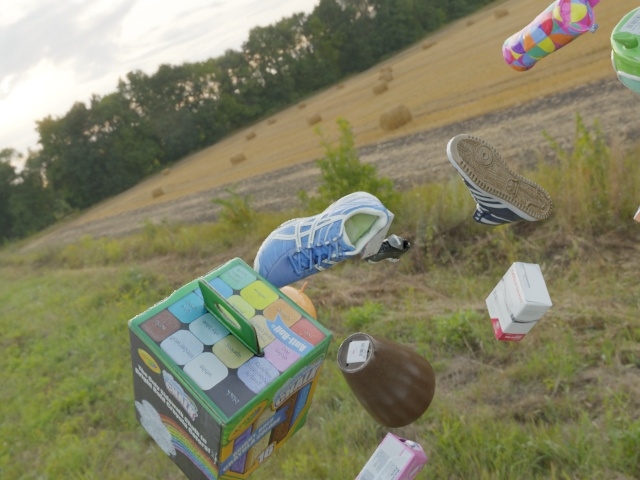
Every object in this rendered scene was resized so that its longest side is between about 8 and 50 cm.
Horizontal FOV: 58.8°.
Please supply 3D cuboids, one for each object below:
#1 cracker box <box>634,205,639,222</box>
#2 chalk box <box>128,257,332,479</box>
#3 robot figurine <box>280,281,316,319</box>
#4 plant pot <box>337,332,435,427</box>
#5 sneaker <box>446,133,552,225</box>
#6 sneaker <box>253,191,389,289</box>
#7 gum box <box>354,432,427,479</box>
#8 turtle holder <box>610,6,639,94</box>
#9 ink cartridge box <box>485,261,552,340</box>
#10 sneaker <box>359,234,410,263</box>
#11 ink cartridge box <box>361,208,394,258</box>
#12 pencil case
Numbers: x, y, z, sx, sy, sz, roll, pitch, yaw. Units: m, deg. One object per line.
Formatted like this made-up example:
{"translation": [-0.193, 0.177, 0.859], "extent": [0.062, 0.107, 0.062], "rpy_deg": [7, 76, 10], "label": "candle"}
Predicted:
{"translation": [0.472, -0.118, 0.681], "extent": [0.067, 0.156, 0.232], "rpy_deg": [33, 47, 21], "label": "cracker box"}
{"translation": [-0.116, 0.157, 0.721], "extent": [0.179, 0.180, 0.289], "rpy_deg": [-33, -29, -39], "label": "chalk box"}
{"translation": [-0.090, 0.178, 1.129], "extent": [0.158, 0.128, 0.219], "rpy_deg": [8, -54, -42], "label": "robot figurine"}
{"translation": [0.150, 0.336, 1.465], "extent": [0.215, 0.230, 0.216], "rpy_deg": [-24, 43, 24], "label": "plant pot"}
{"translation": [0.358, -0.121, 1.260], "extent": [0.099, 0.282, 0.153], "rpy_deg": [-63, 18, -16], "label": "sneaker"}
{"translation": [0.000, 0.000, 0.776], "extent": [0.211, 0.080, 0.081], "rpy_deg": [-34, 18, -7], "label": "sneaker"}
{"translation": [0.114, 0.444, 1.037], "extent": [0.062, 0.107, 0.188], "rpy_deg": [34, 83, 33], "label": "gum box"}
{"translation": [0.889, -0.462, 1.387], "extent": [0.320, 0.227, 0.244], "rpy_deg": [3, 57, 33], "label": "turtle holder"}
{"translation": [0.428, 0.134, 1.236], "extent": [0.063, 0.151, 0.109], "rpy_deg": [6, 50, -10], "label": "ink cartridge box"}
{"translation": [0.219, 0.022, 1.893], "extent": [0.234, 0.078, 0.106], "rpy_deg": [2, -36, -50], "label": "sneaker"}
{"translation": [0.125, -0.014, 1.325], "extent": [0.062, 0.115, 0.029], "rpy_deg": [-17, 49, -43], "label": "ink cartridge box"}
{"translation": [0.519, -0.473, 1.299], "extent": [0.104, 0.105, 0.236], "rpy_deg": [-31, 4, -17], "label": "pencil case"}
